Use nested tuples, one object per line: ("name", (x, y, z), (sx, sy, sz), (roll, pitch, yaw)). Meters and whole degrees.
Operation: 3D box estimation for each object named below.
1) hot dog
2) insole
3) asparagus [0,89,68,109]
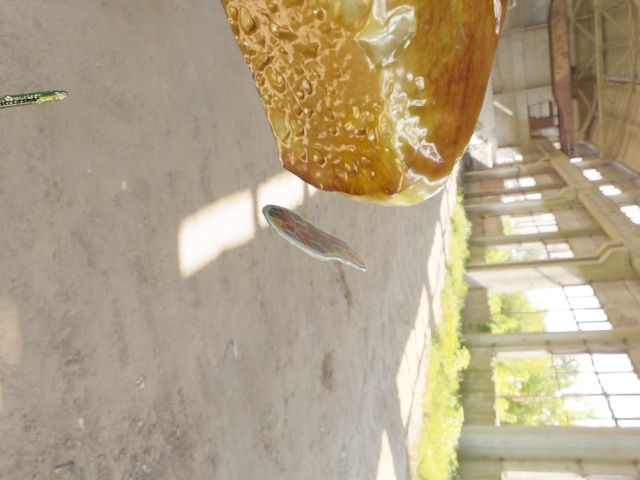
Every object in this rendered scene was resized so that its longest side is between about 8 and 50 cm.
("hot dog", (0.040, -0.238, 0.470), (0.223, 0.185, 0.405), (-47, 136, -29))
("insole", (0.000, 0.000, 0.526), (0.065, 0.006, 0.193), (52, 14, 27))
("asparagus", (-0.311, -0.117, 0.481), (0.013, 0.166, 0.016), (-122, -159, -69))
